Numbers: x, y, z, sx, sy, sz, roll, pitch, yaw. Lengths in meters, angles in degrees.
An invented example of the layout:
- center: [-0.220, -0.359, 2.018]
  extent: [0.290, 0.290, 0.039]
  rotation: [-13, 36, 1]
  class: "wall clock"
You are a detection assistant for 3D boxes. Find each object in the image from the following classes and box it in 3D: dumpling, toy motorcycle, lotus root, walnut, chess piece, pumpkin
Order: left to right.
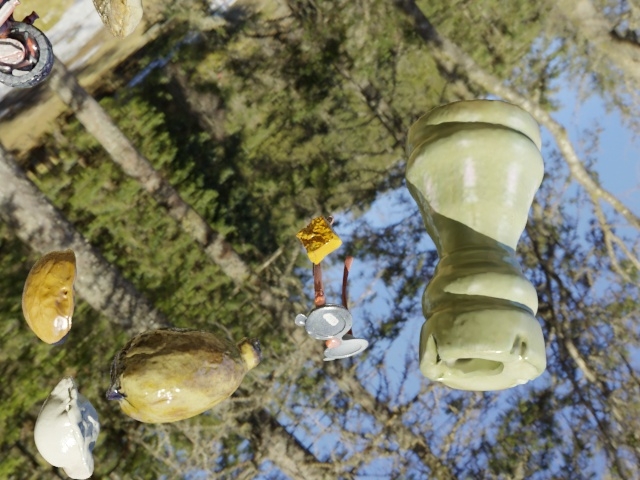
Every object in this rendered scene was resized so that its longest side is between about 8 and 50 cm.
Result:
- center: [-0.509, -0.267, 0.901]
  extent: [0.298, 0.171, 0.089]
  rotation: [-8, 178, -4]
  class: "toy motorcycle"
- center: [-0.585, 0.115, 1.448]
  extent: [0.167, 0.087, 0.211]
  rotation: [-17, -111, 51]
  class: "walnut"
- center: [-0.490, 0.379, 1.337]
  extent: [0.124, 0.229, 0.151]
  rotation: [-14, -143, -38]
  class: "dumpling"
- center: [-0.181, 0.177, 0.925]
  extent: [0.213, 0.139, 0.138]
  rotation: [-7, -173, -13]
  class: "lotus root"
- center: [0.000, 0.000, 1.396]
  extent: [0.074, 0.054, 0.083]
  rotation: [-35, -135, 4]
  class: "pumpkin"
- center: [0.254, 0.005, 1.098]
  extent: [0.234, 0.234, 0.442]
  rotation: [-28, -134, 43]
  class: "chess piece"

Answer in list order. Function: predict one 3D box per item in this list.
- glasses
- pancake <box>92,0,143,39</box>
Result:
- center: [0.019, 0.114, 1.510]
  extent: [0.118, 0.234, 0.268]
  rotation: [-17, -128, 12]
  class: "glasses"
- center: [-0.376, -0.547, 1.180]
  extent: [0.082, 0.387, 0.387]
  rotation: [-16, -177, -23]
  class: "pancake"
